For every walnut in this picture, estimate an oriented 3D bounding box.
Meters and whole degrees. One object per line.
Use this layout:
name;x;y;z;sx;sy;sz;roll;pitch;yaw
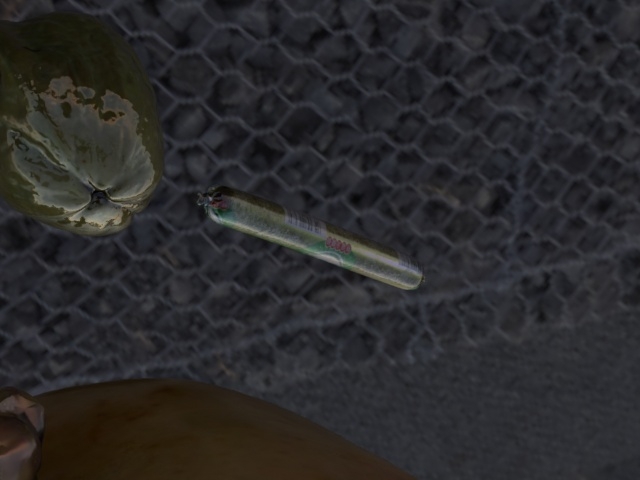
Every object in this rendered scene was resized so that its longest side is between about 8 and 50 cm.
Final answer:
walnut;-0.301;-0.139;1.646;0.227;0.283;0.283;-38;132;7

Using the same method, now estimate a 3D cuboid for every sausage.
sausage;0.000;0.000;1.181;0.269;0.033;0.032;20;105;-42

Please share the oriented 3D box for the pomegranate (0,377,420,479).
pomegranate;-0.091;0.233;0.611;0.412;0.411;0.411;-16;125;-25
